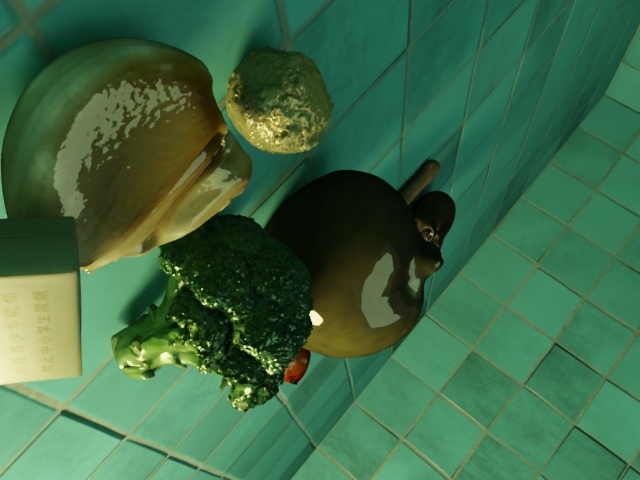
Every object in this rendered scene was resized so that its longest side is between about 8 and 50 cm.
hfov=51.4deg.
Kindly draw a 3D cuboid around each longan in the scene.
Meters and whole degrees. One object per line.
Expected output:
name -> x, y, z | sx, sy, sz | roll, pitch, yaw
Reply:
longan -> 0.041, 0.036, 1.042 | 0.300, 0.300, 0.243 | -62, -178, 25

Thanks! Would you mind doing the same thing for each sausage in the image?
sausage -> 0.210, -0.118, 1.514 | 0.186, 0.043, 0.043 | -45, 159, -23

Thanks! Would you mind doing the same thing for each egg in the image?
egg -> -0.044, -0.154, 0.739 | 0.140, 0.118, 0.116 | 6, 126, -54

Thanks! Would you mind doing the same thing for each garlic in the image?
garlic -> -0.184, -0.069, 0.588 | 0.228, 0.110, 0.217 | -47, 150, -21

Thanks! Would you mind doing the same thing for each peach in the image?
peach -> -0.080, 0.210, 1.279 | 0.092, 0.127, 0.172 | -55, 160, -9

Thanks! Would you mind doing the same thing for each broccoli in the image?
broccoli -> -0.131, 0.100, 0.852 | 0.270, 0.269, 0.270 | -25, 164, 10

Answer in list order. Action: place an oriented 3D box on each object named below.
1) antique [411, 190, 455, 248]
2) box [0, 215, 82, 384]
antique -> 0.257, -0.038, 1.645 | 0.257, 0.121, 0.143 | -28, 147, -53
box -> -0.280, 0.051, 0.484 | 0.201, 0.058, 0.141 | -4, 138, -20
